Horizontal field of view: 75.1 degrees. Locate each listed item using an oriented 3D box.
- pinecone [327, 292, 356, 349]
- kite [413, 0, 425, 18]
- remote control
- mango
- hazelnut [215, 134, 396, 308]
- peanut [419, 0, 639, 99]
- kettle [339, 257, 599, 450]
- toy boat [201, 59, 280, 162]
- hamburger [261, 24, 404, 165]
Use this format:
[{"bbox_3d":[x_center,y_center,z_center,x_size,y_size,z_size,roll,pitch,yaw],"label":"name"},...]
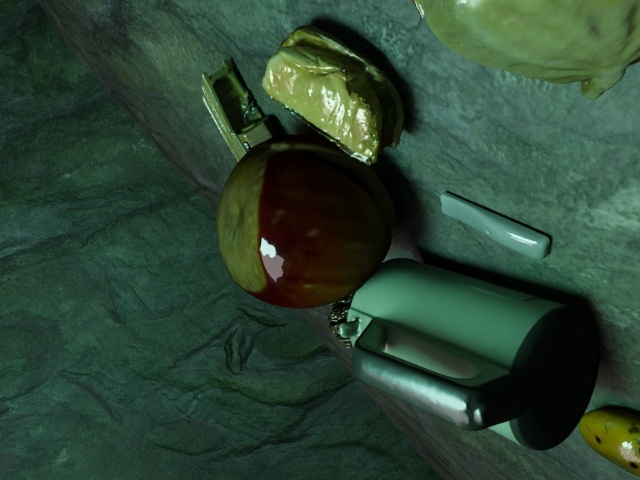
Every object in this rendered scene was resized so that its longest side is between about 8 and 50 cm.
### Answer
[{"bbox_3d":[0.127,0.220,1.253,0.221,0.221,0.221,43,162,17],"label":"pinecone"},{"bbox_3d":[0.096,-0.370,0.342,0.327,0.013,0.377,43,164,18],"label":"kite"},{"bbox_3d":[0.265,-0.023,0.657,0.184,0.027,0.050,35,158,40],"label":"remote control"},{"bbox_3d":[0.525,0.347,0.726,0.115,0.090,0.178,41,171,-1],"label":"mango"},{"bbox_3d":[-0.034,-0.047,0.862,0.409,0.359,0.359,21,148,51],"label":"hazelnut"},{"bbox_3d":[0.125,-0.225,0.298,0.291,0.159,0.143,48,142,2],"label":"peanut"},{"bbox_3d":[0.214,0.182,0.733,0.376,0.361,0.250,13,100,58],"label":"kettle"},{"bbox_3d":[-0.155,-0.230,1.069,0.162,0.136,0.446,12,140,55],"label":"toy boat"},{"bbox_3d":[0.021,-0.244,0.647,0.262,0.124,0.131,38,142,17],"label":"hamburger"}]
